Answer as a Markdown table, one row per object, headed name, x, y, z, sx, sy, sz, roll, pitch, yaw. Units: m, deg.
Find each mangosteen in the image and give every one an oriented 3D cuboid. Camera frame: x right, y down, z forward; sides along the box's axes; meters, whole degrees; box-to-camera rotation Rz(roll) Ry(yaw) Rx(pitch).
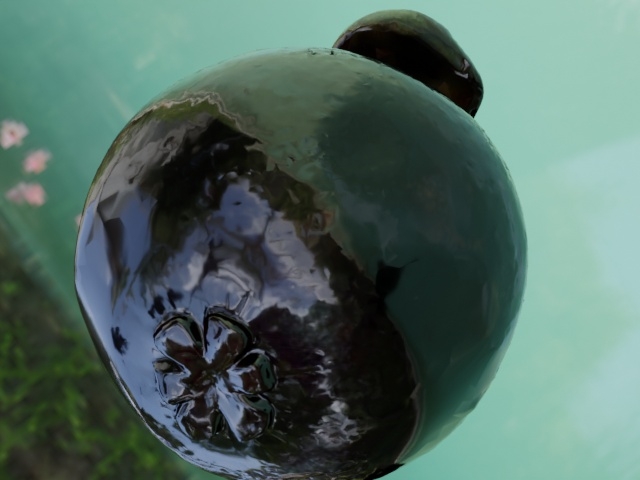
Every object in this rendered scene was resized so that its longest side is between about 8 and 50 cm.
| name | x | y | z | sx | sy | sz | roll | pitch | yaw |
| --- | --- | --- | --- | --- | --- | --- | --- | --- | --- |
| mangosteen | 0.000 | 0.000 | 1.470 | 0.382 | 0.435 | 0.382 | 12 | 125 | 18 |
